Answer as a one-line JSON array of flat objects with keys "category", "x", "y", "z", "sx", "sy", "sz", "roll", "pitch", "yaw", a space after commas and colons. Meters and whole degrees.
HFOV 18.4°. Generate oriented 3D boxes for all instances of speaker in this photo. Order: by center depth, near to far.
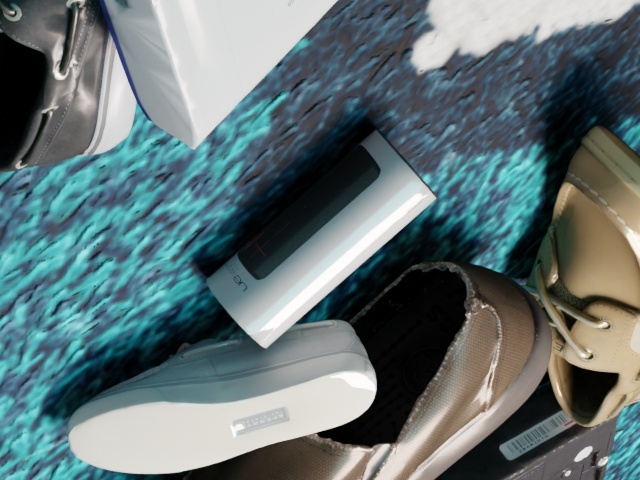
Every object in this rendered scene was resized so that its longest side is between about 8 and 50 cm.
[{"category": "speaker", "x": 0.000, "y": 0.000, "z": 1.141, "sx": 0.136, "sy": 0.055, "sz": 0.055, "roll": -41, "pitch": 150, "yaw": 4}]

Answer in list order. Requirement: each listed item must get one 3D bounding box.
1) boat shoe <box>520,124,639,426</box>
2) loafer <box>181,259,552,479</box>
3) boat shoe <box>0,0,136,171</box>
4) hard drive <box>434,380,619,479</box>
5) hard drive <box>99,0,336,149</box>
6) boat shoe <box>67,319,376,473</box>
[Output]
[{"category": "boat shoe", "x": 0.199, "y": 0.043, "z": 1.350, "sx": 0.110, "sy": 0.121, "sz": 0.341, "roll": -36, "pitch": 151, "yaw": -7}, {"category": "loafer", "x": -0.015, "y": 0.137, "z": 1.254, "sx": 0.366, "sy": 0.134, "sz": 0.130, "roll": -47, "pitch": 146, "yaw": -6}, {"category": "boat shoe", "x": -0.123, "y": -0.110, "z": 0.848, "sx": 0.076, "sy": 0.080, "sz": 0.228, "roll": -26, "pitch": 155, "yaw": -24}, {"category": "hard drive", "x": 0.115, "y": 0.263, "z": 1.609, "sx": 0.237, "sy": 0.064, "sz": 0.339, "roll": -27, "pitch": 147, "yaw": -19}, {"category": "hard drive", "x": 0.022, "y": -0.211, "z": 0.810, "sx": 0.318, "sy": 0.040, "sz": 0.210, "roll": -48, "pitch": 153, "yaw": -20}, {"category": "boat shoe", "x": -0.061, "y": 0.086, "z": 1.173, "sx": 0.184, "sy": 0.063, "sz": 0.066, "roll": -17, "pitch": 133, "yaw": 0}]
